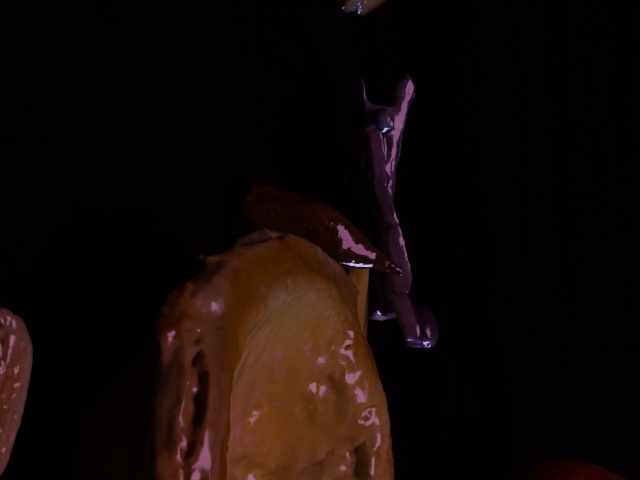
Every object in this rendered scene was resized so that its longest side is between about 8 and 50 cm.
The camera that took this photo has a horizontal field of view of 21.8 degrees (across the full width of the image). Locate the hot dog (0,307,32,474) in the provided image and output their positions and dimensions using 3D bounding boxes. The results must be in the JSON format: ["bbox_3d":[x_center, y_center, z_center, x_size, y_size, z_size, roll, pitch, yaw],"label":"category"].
[{"bbox_3d":[-0.185,0.035,0.595,0.242,0.073,0.084,48,50,-65],"label":"hot dog"}]

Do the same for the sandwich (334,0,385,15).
[{"bbox_3d":[0.061,-0.285,1.231,0.090,0.088,0.245,20,71,-73],"label":"sandwich"}]

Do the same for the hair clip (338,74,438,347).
[{"bbox_3d":[0.042,-0.024,1.179,0.146,0.056,0.187,-159,-113,-80],"label":"hair clip"}]

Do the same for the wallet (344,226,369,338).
[{"bbox_3d":[0.007,0.118,1.141,0.141,0.067,0.241,-67,155,-59],"label":"wallet"}]

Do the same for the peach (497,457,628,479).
[{"bbox_3d":[0.253,0.365,1.555,0.380,0.242,0.306,40,58,-64],"label":"peach"}]

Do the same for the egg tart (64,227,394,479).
[{"bbox_3d":[-0.052,0.142,0.895,0.315,0.120,0.315,-2,90,-70],"label":"egg tart"}]

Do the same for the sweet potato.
[{"bbox_3d":[0.000,0.000,1.060,0.049,0.117,0.049,-158,-90,-84],"label":"sweet potato"}]
